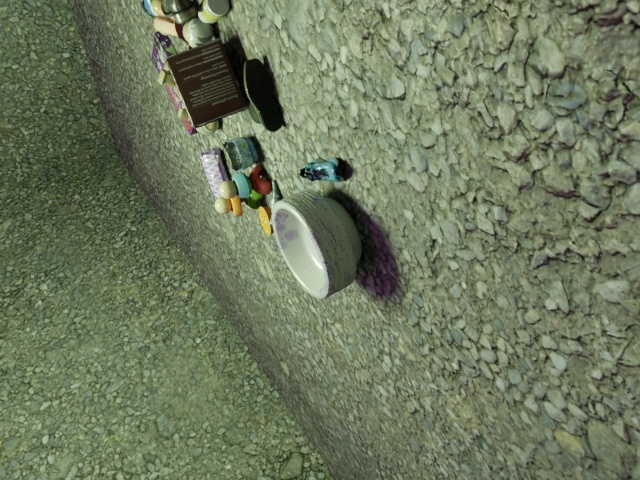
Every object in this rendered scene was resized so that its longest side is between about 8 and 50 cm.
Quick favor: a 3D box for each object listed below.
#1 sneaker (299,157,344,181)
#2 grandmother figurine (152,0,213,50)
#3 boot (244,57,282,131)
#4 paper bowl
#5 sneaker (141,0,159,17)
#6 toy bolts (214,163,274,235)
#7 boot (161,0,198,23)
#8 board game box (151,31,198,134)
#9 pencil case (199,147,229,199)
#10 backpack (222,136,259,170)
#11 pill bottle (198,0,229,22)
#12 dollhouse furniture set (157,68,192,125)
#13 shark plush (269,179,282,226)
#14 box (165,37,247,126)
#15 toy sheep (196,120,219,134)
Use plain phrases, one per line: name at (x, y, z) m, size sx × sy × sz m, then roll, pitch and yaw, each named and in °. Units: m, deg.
sneaker at (0.000, -0.167, 1.392) m, size 0.162 × 0.073 × 0.063 m, roll 13°, pitch 126°, yaw 61°
grandmother figurine at (-0.429, -0.667, 1.741) m, size 0.342 × 0.104 × 0.207 m, roll 40°, pitch 157°, yaw 48°
boot at (-0.183, -0.402, 1.538) m, size 0.137 × 0.077 × 0.197 m, roll 34°, pitch 143°, yaw 58°
paper bowl at (0.000, 0.000, 1.475) m, size 0.284 × 0.148 × 0.284 m, roll 46°, pitch 152°, yaw 33°
sneaker at (-0.610, -0.864, 1.959) m, size 0.085 × 0.058 × 0.152 m, roll 12°, pitch 132°, yaw 51°
toy bolts at (-0.252, -0.121, 1.836) m, size 0.218 × 0.159 × 0.228 m, roll 62°, pitch 158°, yaw 25°
boot at (-0.426, -0.728, 1.515) m, size 0.263 × 0.091 × 0.229 m, roll 48°, pitch 166°, yaw 51°
board game box at (-0.546, -0.597, 2.128) m, size 0.346 × 0.056 × 0.208 m, roll 63°, pitch 161°, yaw 1°
pencil case at (-0.391, -0.255, 2.122) m, size 0.088 × 0.086 × 0.206 m, roll 7°, pitch 125°, yaw 36°
backpack at (-0.248, -0.281, 1.780) m, size 0.114 × 0.084 × 0.105 m, roll 9°, pitch 121°, yaw 67°
pill bottle at (-0.299, -0.639, 1.533) m, size 0.116 × 0.065 × 0.065 m, roll 12°, pitch 125°, yaw 61°
dollhouse furniture set at (-0.441, -0.448, 1.818) m, size 0.101 × 0.182 × 0.160 m, roll 47°, pitch 123°, yaw 34°
shark plush at (-0.122, -0.114, 1.774) m, size 0.067 × 0.073 × 0.161 m, roll -11°, pitch 83°, yaw 47°
box at (-0.330, -0.452, 1.620) m, size 0.168 × 0.167 × 0.203 m, roll -136°, pitch 24°, yaw -75°
toy sheep at (-0.406, -0.418, 1.971) m, size 0.132 × 0.091 × 0.091 m, roll 11°, pitch 125°, yaw 57°
